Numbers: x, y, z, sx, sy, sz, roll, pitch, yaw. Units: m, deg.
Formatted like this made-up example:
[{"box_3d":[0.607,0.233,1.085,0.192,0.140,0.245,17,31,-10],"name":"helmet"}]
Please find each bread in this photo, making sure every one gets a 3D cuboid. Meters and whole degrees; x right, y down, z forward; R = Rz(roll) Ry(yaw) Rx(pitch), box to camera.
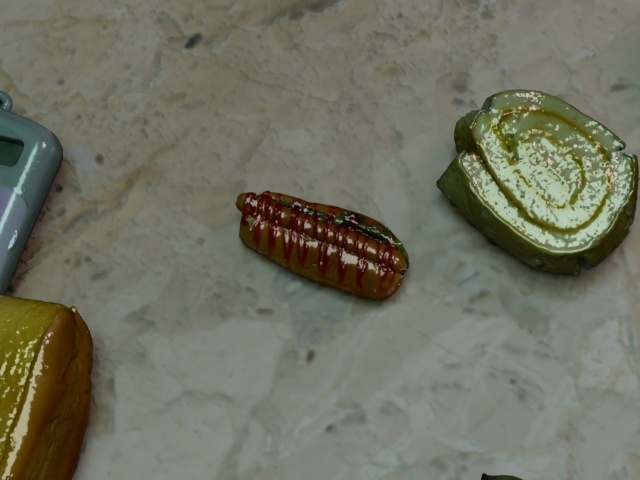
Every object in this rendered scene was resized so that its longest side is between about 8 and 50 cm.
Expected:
[{"box_3d":[0.167,-0.047,1.401,0.156,0.064,0.117,41,75,17],"name":"bread"},{"box_3d":[-0.234,0.158,1.349,0.094,0.102,0.245,13,72,12],"name":"bread"}]

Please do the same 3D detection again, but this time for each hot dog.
[{"box_3d":[-0.001,-0.001,1.413,0.144,0.038,0.062,23,75,12],"name":"hot dog"}]

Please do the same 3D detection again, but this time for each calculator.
[{"box_3d":[-0.295,-0.008,1.431,0.141,0.045,0.246,16,72,19],"name":"calculator"}]

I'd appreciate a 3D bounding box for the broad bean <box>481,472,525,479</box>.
[{"box_3d":[0.166,0.314,1.287,0.098,0.056,0.318,-18,76,-8],"name":"broad bean"}]
